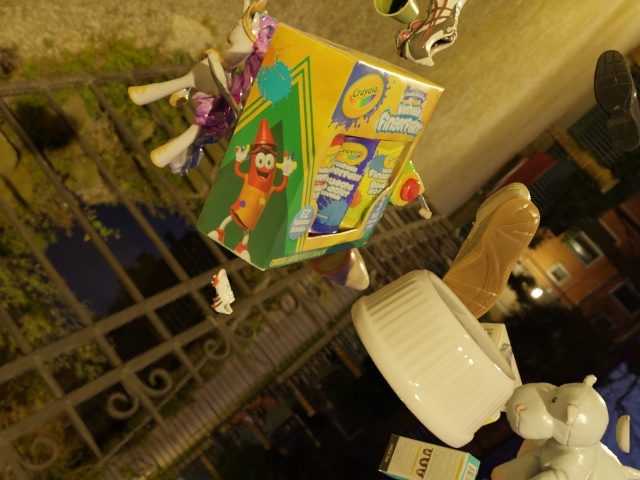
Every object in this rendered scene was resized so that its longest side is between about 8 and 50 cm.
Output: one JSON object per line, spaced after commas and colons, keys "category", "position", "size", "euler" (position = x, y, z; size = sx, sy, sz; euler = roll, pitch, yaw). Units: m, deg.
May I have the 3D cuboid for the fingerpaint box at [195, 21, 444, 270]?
{"category": "fingerpaint box", "position": [0.022, -0.162, 1.303], "size": [0.445, 0.163, 0.371], "euler": [-10, 128, -63]}

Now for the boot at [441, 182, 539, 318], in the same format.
{"category": "boot", "position": [0.289, 0.021, 1.256], "size": [0.262, 0.095, 0.203], "euler": [-62, 176, 19]}

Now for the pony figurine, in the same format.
{"category": "pony figurine", "position": [-0.203, -0.296, 1.464], "size": [0.363, 0.351, 0.303], "euler": [-34, 152, 20]}

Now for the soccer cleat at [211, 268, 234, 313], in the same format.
{"category": "soccer cleat", "position": [-0.151, 0.081, 1.111], "size": [0.029, 0.036, 0.083], "euler": [-46, 153, -52]}

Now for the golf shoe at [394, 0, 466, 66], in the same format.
{"category": "golf shoe", "position": [0.314, -0.555, 1.798], "size": [0.273, 0.120, 0.105], "euler": [-49, 153, 1]}

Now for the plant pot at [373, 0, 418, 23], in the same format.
{"category": "plant pot", "position": [0.162, -0.480, 1.442], "size": [0.083, 0.083, 0.079], "euler": [-42, 153, 16]}

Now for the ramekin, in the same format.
{"category": "ramekin", "position": [0.178, 0.164, 1.069], "size": [0.127, 0.273, 0.273], "euler": [-40, 171, 12]}

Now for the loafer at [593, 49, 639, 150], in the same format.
{"category": "loafer", "position": [0.499, -0.237, 1.184], "size": [0.062, 0.170, 0.061], "euler": [-5, -160, 35]}

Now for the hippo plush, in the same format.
{"category": "hippo plush", "position": [0.440, 0.384, 1.275], "size": [0.294, 0.236, 0.234], "euler": [1, -153, 34]}

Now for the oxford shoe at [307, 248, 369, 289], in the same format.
{"category": "oxford shoe", "position": [0.000, 0.000, 1.861], "size": [0.140, 0.397, 0.146], "euler": [-40, 131, 8]}

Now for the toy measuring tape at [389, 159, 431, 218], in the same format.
{"category": "toy measuring tape", "position": [0.244, -0.128, 2.068], "size": [0.121, 0.121, 0.330], "euler": [-39, 144, -3]}

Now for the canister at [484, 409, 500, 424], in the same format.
{"category": "canister", "position": [0.391, 0.405, 1.830], "size": [0.126, 0.169, 0.073], "euler": [-18, -144, 5]}

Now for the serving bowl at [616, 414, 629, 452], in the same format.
{"category": "serving bowl", "position": [0.690, 0.440, 1.617], "size": [0.027, 0.083, 0.083], "euler": [1, -172, 23]}

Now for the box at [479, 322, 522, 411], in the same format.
{"category": "box", "position": [0.517, 0.376, 2.090], "size": [0.094, 0.275, 0.113], "euler": [-2, -141, 31]}

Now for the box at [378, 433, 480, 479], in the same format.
{"category": "box", "position": [0.267, 0.561, 1.763], "size": [0.244, 0.060, 0.100], "euler": [-1, -123, 47]}

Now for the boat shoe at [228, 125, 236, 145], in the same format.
{"category": "boat shoe", "position": [-0.133, -0.132, 1.489], "size": [0.084, 0.233, 0.079], "euler": [-23, -171, -9]}
